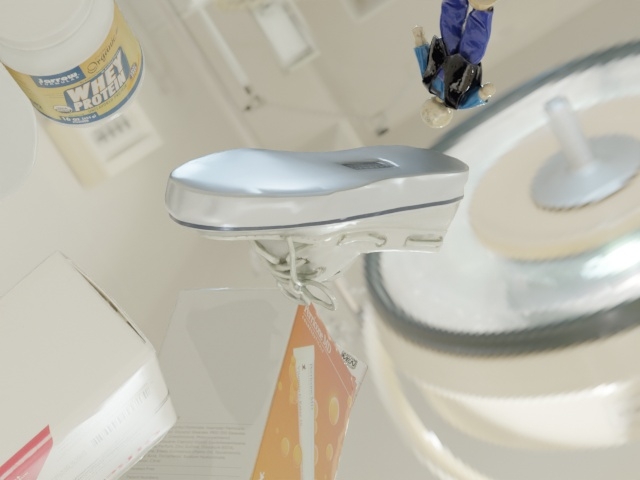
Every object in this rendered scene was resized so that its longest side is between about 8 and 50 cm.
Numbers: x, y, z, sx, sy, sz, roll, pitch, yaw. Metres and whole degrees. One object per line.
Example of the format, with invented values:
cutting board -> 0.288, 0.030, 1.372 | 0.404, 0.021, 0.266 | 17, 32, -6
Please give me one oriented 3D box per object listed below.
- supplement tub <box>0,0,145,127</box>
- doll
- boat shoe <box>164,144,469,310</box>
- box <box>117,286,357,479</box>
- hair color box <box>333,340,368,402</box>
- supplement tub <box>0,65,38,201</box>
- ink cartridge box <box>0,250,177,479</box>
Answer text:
supplement tub -> -0.284, -0.225, 1.568 | 0.144, 0.144, 0.199 | -33, 158, -4
doll -> 0.147, -0.207, 1.603 | 0.046, 0.129, 0.189 | -27, 144, -35
boat shoe -> -0.005, -0.003, 1.383 | 0.136, 0.156, 0.367 | 25, -158, 37
box -> -0.097, 0.253, 1.649 | 0.168, 0.215, 0.345 | -2, -129, 22
hair color box -> 0.004, 0.212, 1.897 | 0.043, 0.072, 0.141 | -11, -132, 51
supplement tub -> -0.558, -0.129, 1.945 | 0.325, 0.235, 0.235 | -6, -156, 45
ink cartridge box -> -0.179, 0.114, 0.890 | 0.158, 0.092, 0.218 | -41, 167, -13
